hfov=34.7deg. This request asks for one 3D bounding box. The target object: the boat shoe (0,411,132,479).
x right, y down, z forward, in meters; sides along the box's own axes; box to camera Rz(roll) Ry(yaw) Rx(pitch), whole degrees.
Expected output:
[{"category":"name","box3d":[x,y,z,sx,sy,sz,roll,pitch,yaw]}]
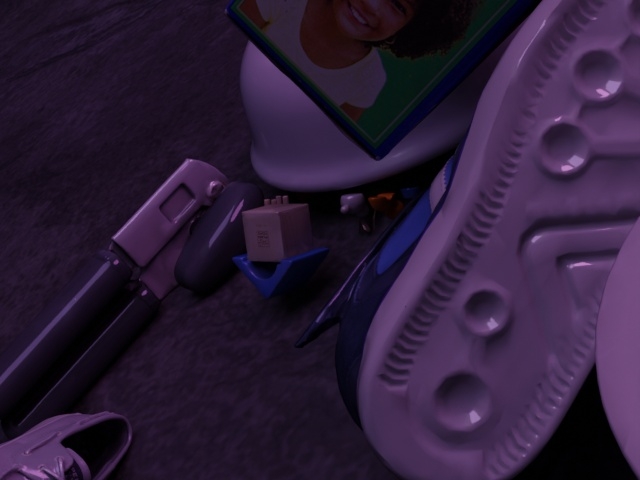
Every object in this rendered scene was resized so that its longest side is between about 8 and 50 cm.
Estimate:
[{"category":"boat shoe","box3d":[-0.182,0.160,0.683,0.063,0.066,0.184,-17,0,17]}]

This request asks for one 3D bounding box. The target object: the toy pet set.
[{"category":"toy pet set","box3d":[0.000,0.000,0.783,0.122,0.065,0.114,1,13,41]}]

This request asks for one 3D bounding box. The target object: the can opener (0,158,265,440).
[{"category":"can opener","box3d":[-0.158,0.048,0.838,0.283,0.076,0.095,-50,33,-18]}]

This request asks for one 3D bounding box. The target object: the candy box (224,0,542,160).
[{"category":"candy box","box3d":[0.126,-0.223,0.538,0.317,0.122,0.268,-48,1,32]}]

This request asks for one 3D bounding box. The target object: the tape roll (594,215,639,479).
[{"category":"tape roll","box3d":[0.238,0.062,0.340,0.246,0.169,0.246,-25,34,18]}]

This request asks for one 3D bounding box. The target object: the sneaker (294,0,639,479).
[{"category":"sneaker","box3d":[0.117,-0.031,0.540,0.322,0.130,0.236,-56,3,5]}]

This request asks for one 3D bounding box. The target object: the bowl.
[{"category":"bowl","box3d":[0.044,-0.181,0.854,0.298,0.134,0.297,-24,28,13]}]
